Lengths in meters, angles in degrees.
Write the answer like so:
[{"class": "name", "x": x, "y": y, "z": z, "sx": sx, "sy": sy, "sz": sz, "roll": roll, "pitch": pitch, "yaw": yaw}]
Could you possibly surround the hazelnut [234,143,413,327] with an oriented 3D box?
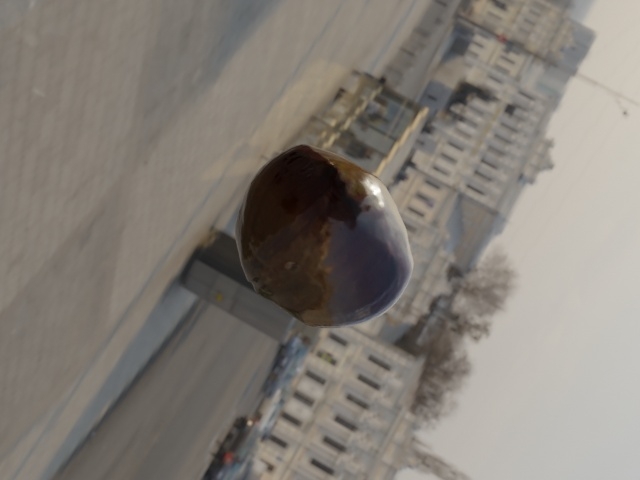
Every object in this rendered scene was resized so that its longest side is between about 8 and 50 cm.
[{"class": "hazelnut", "x": 0.000, "y": 0.000, "z": 1.323, "sx": 0.217, "sy": 0.251, "sz": 0.217, "roll": -41, "pitch": 167, "yaw": -11}]
